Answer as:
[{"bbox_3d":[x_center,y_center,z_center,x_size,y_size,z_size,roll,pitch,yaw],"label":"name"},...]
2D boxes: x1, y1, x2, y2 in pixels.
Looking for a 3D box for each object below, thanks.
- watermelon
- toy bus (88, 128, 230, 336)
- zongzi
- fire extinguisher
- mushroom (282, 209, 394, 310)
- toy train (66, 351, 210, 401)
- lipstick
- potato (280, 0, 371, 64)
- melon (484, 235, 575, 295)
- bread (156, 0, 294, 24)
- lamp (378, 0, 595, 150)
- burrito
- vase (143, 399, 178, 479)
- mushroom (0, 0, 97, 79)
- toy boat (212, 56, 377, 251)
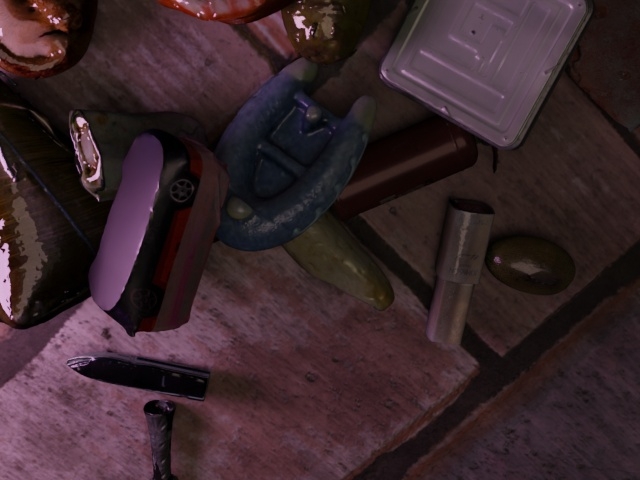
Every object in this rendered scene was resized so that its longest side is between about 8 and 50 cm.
[{"bbox_3d":[0.454,-0.334,1.671,0.226,0.148,0.318,-9,126,18],"label":"watermelon"},{"bbox_3d":[-0.242,-0.012,1.562,0.147,0.127,0.302,8,105,-49],"label":"toy bus"},{"bbox_3d":[-0.379,-0.111,1.667,0.432,0.208,0.403,-22,97,-22],"label":"zongzi"},{"bbox_3d":[0.174,-0.128,1.726,0.337,0.106,0.147,-22,135,4],"label":"fire extinguisher"},{"bbox_3d":[-0.003,0.002,1.762,0.107,0.087,0.333,-33,110,18],"label":"mushroom"},{"bbox_3d":[-0.324,0.232,1.846,0.252,0.048,0.055,12,114,-3],"label":"toy train"},{"bbox_3d":[0.240,0.056,1.807,0.079,0.077,0.253,6,110,-7],"label":"lipstick"},{"bbox_3d":[0.008,-0.398,1.599,0.149,0.113,0.251,-2,97,5],"label":"potato"},{"bbox_3d":[0.364,0.042,1.804,0.162,0.099,0.099,15,109,-9],"label":"melon"},{"bbox_3d":[-0.124,-0.480,1.507,0.295,0.114,0.327,21,102,9],"label":"bread"},{"bbox_3d":[0.254,-0.312,1.616,0.269,0.047,0.266,33,106,20],"label":"lamp"},{"bbox_3d":[-0.275,-0.146,1.622,0.229,0.089,0.144,-13,87,-42],"label":"burrito"},{"bbox_3d":[-0.292,0.377,1.896,0.059,0.059,0.167,-1,111,-5],"label":"vase"},{"bbox_3d":[-0.437,-0.365,1.570,0.194,0.138,0.231,16,98,4],"label":"mushroom"},{"bbox_3d":[-0.061,-0.133,1.626,0.215,0.123,0.330,39,88,10],"label":"toy boat"}]
